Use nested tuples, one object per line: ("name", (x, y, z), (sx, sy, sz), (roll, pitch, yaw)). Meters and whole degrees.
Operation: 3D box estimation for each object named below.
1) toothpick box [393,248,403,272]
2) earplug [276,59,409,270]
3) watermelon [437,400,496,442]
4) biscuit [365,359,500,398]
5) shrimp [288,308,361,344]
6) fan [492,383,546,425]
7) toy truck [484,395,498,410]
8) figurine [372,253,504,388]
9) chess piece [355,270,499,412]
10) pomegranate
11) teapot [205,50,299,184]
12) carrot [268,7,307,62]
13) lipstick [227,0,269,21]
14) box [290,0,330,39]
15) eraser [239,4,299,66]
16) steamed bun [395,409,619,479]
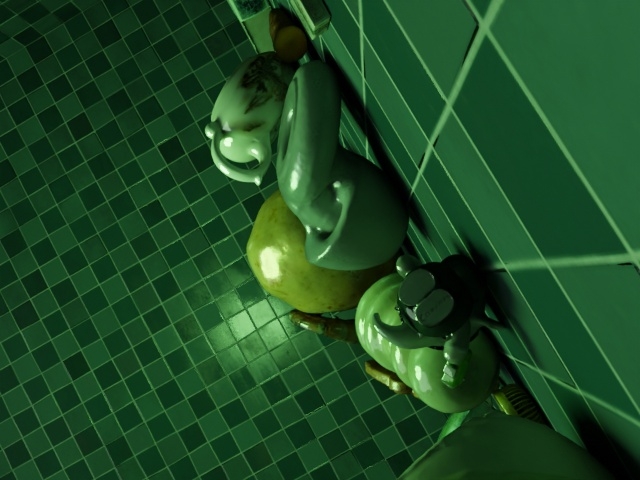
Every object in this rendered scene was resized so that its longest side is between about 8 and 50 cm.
("toothpick box", (0.149, 0.079, 1.578), (0.271, 0.175, 0.175), (55, -176, -24))
("earplug", (0.020, -0.106, 0.896), (0.214, 0.175, 0.325), (-130, 18, -75))
("watermelon", (0.304, 0.408, 1.054), (0.201, 0.213, 0.262), (20, 170, 18))
("biscuit", (0.194, 0.251, 1.075), (0.183, 0.280, 0.043), (-5, -90, -49))
("shrimp", (0.057, 0.197, 1.372), (0.222, 0.290, 0.054), (12, 91, 65))
("fan", (0.286, 0.254, 0.822), (0.155, 0.039, 0.082), (55, -176, -45))
("toy truck", (0.241, 0.264, 1.227), (0.286, 0.111, 0.136), (25, 168, 7))
("figurine", (0.131, 0.073, 0.662), (0.147, 0.126, 0.192), (41, -172, 21))
("chess piece", (0.174, 0.167, 0.954), (0.182, 0.182, 0.330), (59, 177, -11))
("pomegranate", (0.000, 0.000, 1.308), (0.342, 0.342, 0.342), (60, -178, -4))
("teapot", (-0.103, -0.216, 1.020), (0.139, 0.298, 0.204), (33, 147, -4))
("carrot", (-0.066, -0.371, 1.018), (0.057, 0.057, 0.224), (58, -171, -35))
("lipstick", (-0.174, -0.519, 1.031), (0.076, 0.077, 0.290), (66, -176, 27))
("box", (-0.013, -0.265, 0.673), (0.054, 0.024, 0.083), (61, -178, -9))
("eraser", (-0.150, -0.502, 1.283), (0.111, 0.077, 0.352), (61, -177, 35))
("steamed bun", (0.188, 0.334, 0.526), (0.309, 0.309, 0.309), (60, -178, -4))
